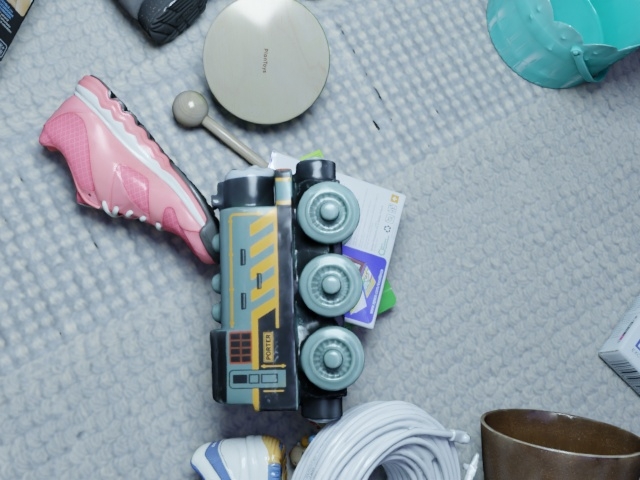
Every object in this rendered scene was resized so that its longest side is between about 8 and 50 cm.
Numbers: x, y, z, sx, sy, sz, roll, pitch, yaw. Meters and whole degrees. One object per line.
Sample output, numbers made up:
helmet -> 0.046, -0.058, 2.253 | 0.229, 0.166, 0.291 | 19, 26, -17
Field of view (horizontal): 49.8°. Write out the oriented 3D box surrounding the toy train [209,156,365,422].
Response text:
toy train -> -0.044, 0.061, 0.867 | 0.190, 0.142, 0.334 | -2, 86, -1

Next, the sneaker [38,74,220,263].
sneaker -> -0.257, -0.071, 0.947 | 0.136, 0.116, 0.314 | -41, 87, -4

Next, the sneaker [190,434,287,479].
sneaker -> -0.108, 0.401, 0.874 | 0.130, 0.112, 0.297 | -2, 75, 3

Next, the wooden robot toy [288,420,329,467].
wooden robot toy -> -0.003, 0.297, 0.939 | 0.076, 0.079, 0.174 | -37, 115, -50

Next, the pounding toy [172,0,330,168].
pounding toy -> -0.098, -0.250, 1.032 | 0.182, 0.110, 0.237 | 30, 101, -17

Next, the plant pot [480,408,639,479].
plant pot -> 0.318, 0.372, 0.941 | 0.215, 0.215, 0.231 | 5, 91, -13

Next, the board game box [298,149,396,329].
board game box -> 0.002, 0.005, 1.018 | 0.124, 0.039, 0.260 | -25, 82, -17

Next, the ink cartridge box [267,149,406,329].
ink cartridge box -> 0.000, 0.000, 0.976 | 0.208, 0.045, 0.207 | 18, 76, -10

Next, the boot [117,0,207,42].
boot -> -0.209, -0.474, 1.040 | 0.222, 0.118, 0.338 | 44, 65, 6

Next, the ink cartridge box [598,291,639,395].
ink cartridge box -> 0.668, 0.176, 1.134 | 0.324, 0.071, 0.330 | 43, 72, -1

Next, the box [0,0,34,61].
box -> -0.457, -0.396, 0.933 | 0.169, 0.087, 0.290 | 15, 72, 18

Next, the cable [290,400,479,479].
cable -> 0.072, 0.331, 0.882 | 0.257, 0.089, 0.257 | 34, 73, -32

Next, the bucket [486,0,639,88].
bucket -> 0.427, -0.399, 1.146 | 0.280, 0.183, 0.282 | 3, 77, -14
